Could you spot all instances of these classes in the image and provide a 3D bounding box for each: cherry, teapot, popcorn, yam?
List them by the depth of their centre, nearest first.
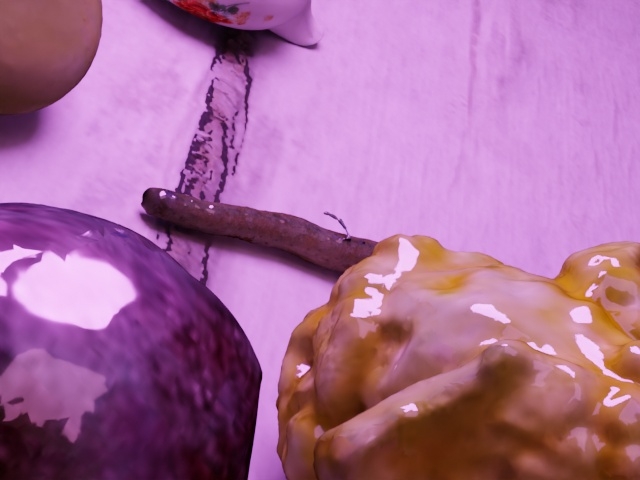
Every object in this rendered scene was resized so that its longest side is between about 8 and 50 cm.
[{"bbox_3d":[-0.116,0.075,0.596,0.195,0.195,0.195,26,32,-18],"label":"cherry"},{"bbox_3d":[0.088,0.096,0.763,0.255,0.195,0.256,-3,19,-37],"label":"popcorn"},{"bbox_3d":[-0.001,0.002,0.958,0.234,0.029,0.027,17,47,-30],"label":"yam"},{"bbox_3d":[-0.079,-0.212,1.113,0.226,0.092,0.145,20,33,-21],"label":"teapot"}]

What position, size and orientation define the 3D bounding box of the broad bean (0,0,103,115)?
[{"bbox_3d":[-0.227,-0.183,0.888,0.263,0.121,0.189,46,35,11],"label":"broad bean"}]
